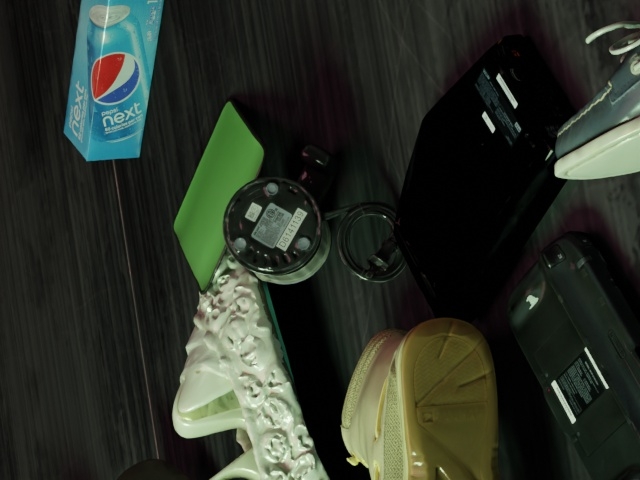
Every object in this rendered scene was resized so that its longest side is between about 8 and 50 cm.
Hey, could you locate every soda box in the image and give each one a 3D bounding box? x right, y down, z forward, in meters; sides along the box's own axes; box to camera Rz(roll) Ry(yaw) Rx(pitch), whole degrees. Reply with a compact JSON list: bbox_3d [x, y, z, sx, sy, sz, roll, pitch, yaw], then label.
[{"bbox_3d":[-0.226,-0.195,1.792,0.071,0.067,0.210,48,135,45],"label":"soda box"}]

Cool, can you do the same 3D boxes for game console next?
[{"bbox_3d":[0.161,0.039,1.202,0.361,0.044,0.213,65,147,30],"label":"game console"}]

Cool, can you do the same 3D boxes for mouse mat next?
[{"bbox_3d":[-0.098,-0.045,1.571,0.153,0.007,0.190,-65,22,14],"label":"mouse mat"}]

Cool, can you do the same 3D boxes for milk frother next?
[{"bbox_3d":[0.000,0.000,1.426,0.143,0.129,0.135,47,180,6],"label":"milk frother"}]

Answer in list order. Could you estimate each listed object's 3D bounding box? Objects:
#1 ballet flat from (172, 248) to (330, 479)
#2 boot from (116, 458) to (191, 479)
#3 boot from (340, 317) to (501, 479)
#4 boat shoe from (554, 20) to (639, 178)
[{"bbox_3d":[-0.060,0.186,1.492,0.147,0.147,0.409,-51,53,51],"label":"ballet flat"},{"bbox_3d":[-0.101,0.348,1.687,0.305,0.112,0.115,41,159,44],"label":"boot"},{"bbox_3d":[0.073,0.193,1.273,0.203,0.095,0.262,159,109,-78],"label":"boot"},{"bbox_3d":[0.228,-0.110,1.004,0.254,0.095,0.079,-37,65,54],"label":"boat shoe"}]
